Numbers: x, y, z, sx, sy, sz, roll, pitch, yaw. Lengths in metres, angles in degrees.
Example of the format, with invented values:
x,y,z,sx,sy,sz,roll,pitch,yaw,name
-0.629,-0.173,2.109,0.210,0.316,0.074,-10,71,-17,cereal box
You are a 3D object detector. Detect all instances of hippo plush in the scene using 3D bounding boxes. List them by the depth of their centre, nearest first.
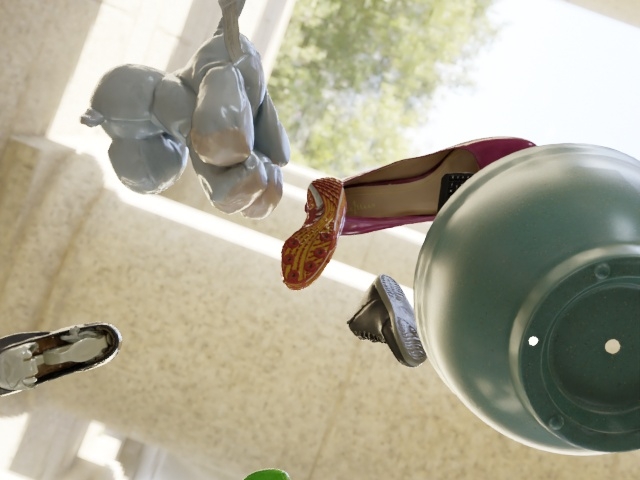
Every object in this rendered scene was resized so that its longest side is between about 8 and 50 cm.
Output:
x,y,z,sx,sy,sz,roll,pitch,yaw,name
-0.187,-0.151,1.352,0.234,0.236,0.294,-73,153,-59,hippo plush

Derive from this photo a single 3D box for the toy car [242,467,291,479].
x,y,z,sx,sy,sz,roll,pitch,yaw,name
-0.030,0.347,1.137,0.053,0.238,0.225,-26,102,-80,toy car

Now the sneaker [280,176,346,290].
x,y,z,sx,sy,sz,roll,pitch,yaw,name
0.000,0.000,1.252,0.175,0.064,0.067,-66,154,-43,sneaker

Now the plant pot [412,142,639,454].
x,y,z,sx,sy,sz,roll,pitch,yaw,name
0.240,0.072,0.957,0.196,0.293,0.293,-101,-150,-75,plant pot

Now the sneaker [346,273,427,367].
x,y,z,sx,sy,sz,roll,pitch,yaw,name
0.126,0.178,1.995,0.118,0.083,0.222,-51,-145,26,sneaker

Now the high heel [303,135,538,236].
x,y,z,sx,sy,sz,roll,pitch,yaw,name
0.163,-0.084,1.714,0.181,0.377,0.127,5,65,-66,high heel

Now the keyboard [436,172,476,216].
x,y,z,sx,sy,sz,roll,pitch,yaw,name
0.207,-0.008,1.512,0.038,0.100,0.192,42,53,-67,keyboard

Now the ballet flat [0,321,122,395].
x,y,z,sx,sy,sz,roll,pitch,yaw,name
-0.334,0.141,1.287,0.074,0.203,0.074,39,-44,51,ballet flat
